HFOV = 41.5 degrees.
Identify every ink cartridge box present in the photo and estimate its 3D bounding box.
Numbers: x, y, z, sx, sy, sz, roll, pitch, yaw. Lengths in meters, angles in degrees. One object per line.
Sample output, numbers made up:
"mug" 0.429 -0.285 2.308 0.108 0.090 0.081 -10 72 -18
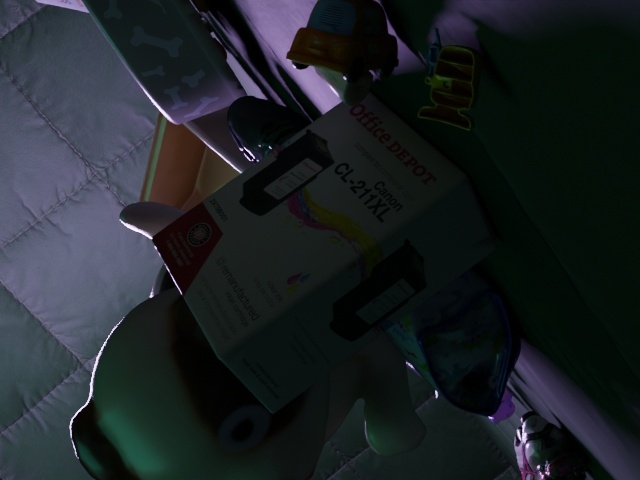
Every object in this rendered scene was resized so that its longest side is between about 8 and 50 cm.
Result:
"ink cartridge box" 0.000 0.000 0.532 0.127 0.175 0.072 50 176 45

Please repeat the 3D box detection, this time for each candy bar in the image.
"candy bar" -0.168 -0.326 1.035 0.040 0.018 0.161 55 180 13

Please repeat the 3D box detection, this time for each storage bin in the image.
"storage bin" -0.127 -0.046 1.242 0.262 0.123 0.260 39 133 17

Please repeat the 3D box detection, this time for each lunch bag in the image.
"lunch bag" 0.101 0.070 0.728 0.129 0.096 0.151 51 169 46

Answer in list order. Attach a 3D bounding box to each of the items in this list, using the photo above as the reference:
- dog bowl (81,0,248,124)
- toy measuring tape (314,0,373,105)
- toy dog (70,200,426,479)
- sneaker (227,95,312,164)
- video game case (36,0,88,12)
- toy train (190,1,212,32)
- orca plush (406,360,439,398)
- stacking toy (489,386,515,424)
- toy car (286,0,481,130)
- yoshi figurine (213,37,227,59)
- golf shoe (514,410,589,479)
"dog bowl" -0.221 -0.297 1.039 0.348 0.102 0.349 59 180 0
"toy measuring tape" -0.071 -0.143 0.386 0.121 0.121 0.330 51 179 33
"toy dog" -0.068 0.106 0.844 0.395 0.285 0.408 53 -166 -4
"sneaker" -0.017 -0.102 0.947 0.224 0.083 0.098 40 166 12
"video game case" -0.389 -0.389 1.110 0.173 0.022 0.190 23 154 44
"toy train" -0.202 -0.363 1.352 0.083 0.017 0.024 52 169 -34
"orca plush" 0.175 0.142 1.378 0.287 0.102 0.151 -151 66 -62
"stacking toy" 0.213 0.179 1.086 0.221 0.052 0.167 54 176 -25
"toy car" 0.037 -0.083 0.364 0.122 0.060 0.040 28 118 44
"yoshi figurine" -0.104 -0.157 1.380 0.203 0.203 0.362 -12 107 49
"golf shoe" 0.264 0.253 0.984 0.086 0.067 0.186 61 174 30
